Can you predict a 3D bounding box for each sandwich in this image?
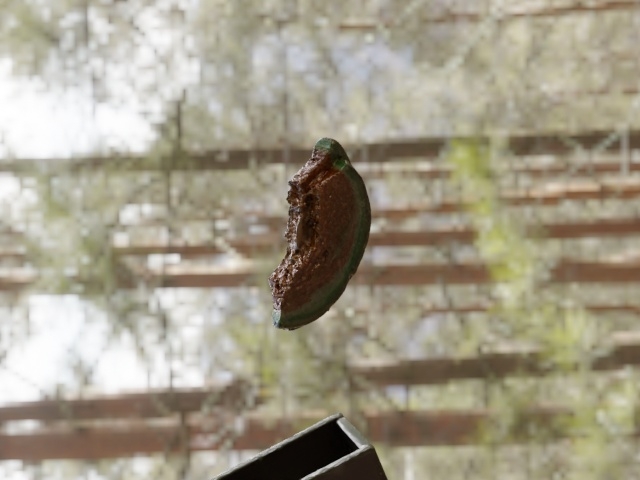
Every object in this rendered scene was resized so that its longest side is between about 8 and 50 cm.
[{"bbox_3d":[0.002,-0.001,1.243,0.029,0.067,0.135,11,85,47],"label":"sandwich"}]

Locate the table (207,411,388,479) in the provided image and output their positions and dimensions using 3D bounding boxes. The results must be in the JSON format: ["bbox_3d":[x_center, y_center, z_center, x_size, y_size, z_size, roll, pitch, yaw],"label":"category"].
[{"bbox_3d":[-0.060,0.184,0.669,0.121,0.240,0.111,67,170,-20],"label":"table"}]
